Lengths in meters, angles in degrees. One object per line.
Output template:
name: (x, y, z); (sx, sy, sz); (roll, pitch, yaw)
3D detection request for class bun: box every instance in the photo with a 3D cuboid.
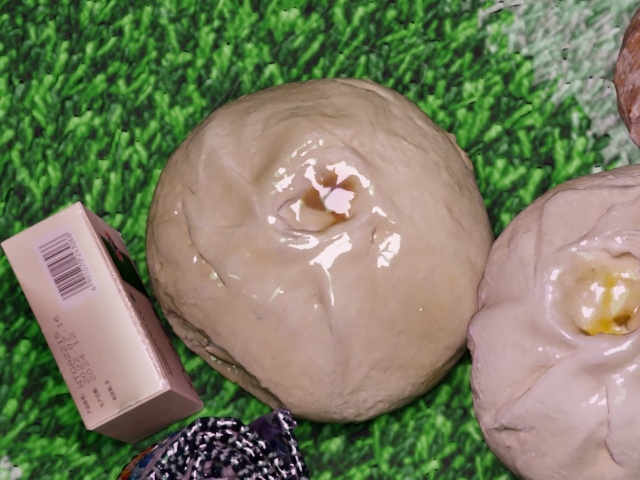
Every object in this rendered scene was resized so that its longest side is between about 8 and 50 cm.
bun: (0.315, 0.083, 1.664); (0.365, 0.219, 0.365); (-1, 70, 2)
bun: (0.000, -0.004, 1.777); (0.364, 0.202, 0.364); (0, 75, 1)

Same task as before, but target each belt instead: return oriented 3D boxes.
belt: (-0.118, 0.307, 1.726); (0.207, 0.160, 0.295); (8, 77, -14)

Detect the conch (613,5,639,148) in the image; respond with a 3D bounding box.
conch: (0.448, -0.216, 1.803); (0.297, 0.210, 0.352); (6, 75, -11)

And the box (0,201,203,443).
box: (-0.215, 0.087, 1.783); (0.095, 0.168, 0.212); (-28, 76, 0)
